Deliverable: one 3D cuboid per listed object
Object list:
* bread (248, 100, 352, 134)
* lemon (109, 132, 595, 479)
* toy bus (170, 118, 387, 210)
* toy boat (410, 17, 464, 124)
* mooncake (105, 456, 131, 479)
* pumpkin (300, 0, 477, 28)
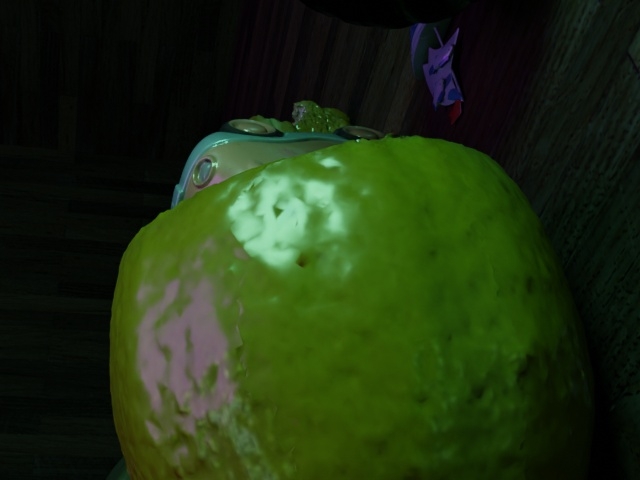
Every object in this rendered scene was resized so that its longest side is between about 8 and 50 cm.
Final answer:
[{"bbox_3d":[-0.027,-0.075,1.313,0.380,0.185,0.109,-100,26,-50],"label":"bread"},{"bbox_3d":[0.027,0.126,0.673,0.364,0.364,0.365,-175,90,-78],"label":"lemon"},{"bbox_3d":[0.000,0.000,0.975,0.232,0.287,0.194,47,130,54],"label":"toy bus"},{"bbox_3d":[0.130,-0.189,1.025,0.105,0.034,0.150,138,123,-68],"label":"toy boat"},{"bbox_3d":[-0.075,0.343,0.983,0.194,0.356,0.357,161,113,-77],"label":"mooncake"},{"bbox_3d":[0.064,-0.335,0.840,0.296,0.295,0.296,-175,90,-78],"label":"pumpkin"}]
